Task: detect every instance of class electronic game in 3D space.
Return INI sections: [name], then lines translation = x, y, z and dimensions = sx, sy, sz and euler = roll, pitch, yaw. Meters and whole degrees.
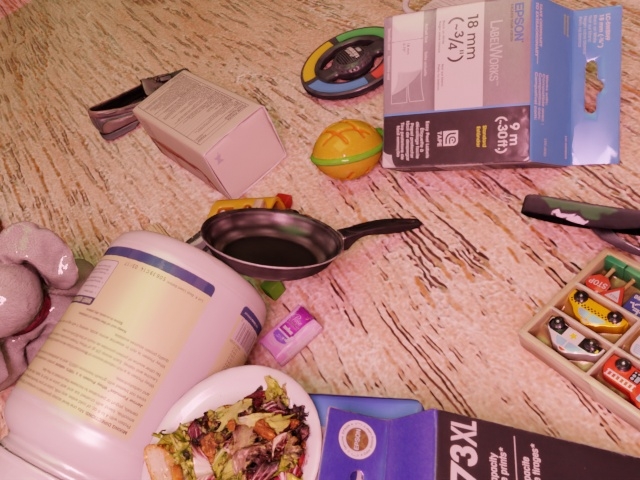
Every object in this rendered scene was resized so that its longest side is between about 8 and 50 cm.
[electronic game]
translation = 0.066, -0.371, 1.221
dimensions = 0.229, 0.048, 0.229
euler = -13, 47, 15

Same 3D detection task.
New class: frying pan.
[frying pan]
translation = -0.023, -0.011, 0.859
dimensions = 0.197, 0.053, 0.326
euler = 27, 29, 36

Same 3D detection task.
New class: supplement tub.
[supplement tub]
translation = -0.237, 0.176, 0.750
dimensions = 0.236, 0.235, 0.324
euler = 10, 61, 32

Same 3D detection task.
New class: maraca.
[maraca]
translation = 0.054, -0.164, 1.017
dimensions = 0.127, 0.099, 0.185
euler = 2, 27, 24

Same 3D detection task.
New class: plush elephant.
[plush elephant]
translation = -0.479, 0.105, 0.916
dimensions = 0.330, 0.255, 0.271
euler = 19, 62, 36

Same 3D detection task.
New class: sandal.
[sandal]
translation = 0.382, -0.008, 0.741
dimensions = 0.255, 0.097, 0.054
euler = 14, 89, 37

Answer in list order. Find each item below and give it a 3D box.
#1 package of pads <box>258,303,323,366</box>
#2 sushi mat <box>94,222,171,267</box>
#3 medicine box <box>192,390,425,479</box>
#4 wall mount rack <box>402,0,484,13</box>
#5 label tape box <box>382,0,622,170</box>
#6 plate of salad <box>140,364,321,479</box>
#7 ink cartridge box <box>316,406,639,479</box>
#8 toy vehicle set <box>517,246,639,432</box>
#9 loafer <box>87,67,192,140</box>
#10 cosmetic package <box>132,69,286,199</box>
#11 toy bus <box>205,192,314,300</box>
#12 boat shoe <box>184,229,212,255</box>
[package of pads]
translation = -0.042, 0.137, 0.842
dimensions = 0.083, 0.032, 0.050
euler = -41, 50, -12
[sushi mat]
translation = -0.281, 0.083, 1.010
dimensions = 0.151, 0.019, 0.316
euler = -41, 47, -11
[medicine box]
translation = -0.023, 0.317, 0.596
dimensions = 0.264, 0.149, 0.289
euler = -3, 51, 22
[wall mount rack]
translation = 0.322, -0.397, 1.078
dimensions = 0.304, 0.130, 0.350
euler = -35, 46, -2
[label tape box]
translation = 0.266, -0.230, 0.882
dimensions = 0.334, 0.106, 0.240
euler = 1, 91, 27
[plate of salad]
translation = -0.096, 0.210, 0.584
dimensions = 0.200, 0.048, 0.199
euler = -14, 46, 15
[ink cartridge box]
translation = 0.177, 0.254, 0.494
dimensions = 0.371, 0.069, 0.175
euler = 13, 53, -3
[toy vehicle set]
translation = 0.381, 0.130, 0.647
dimensions = 0.166, 0.035, 0.267
euler = -41, 47, -12
[loafer]
translation = -0.422, -0.339, 1.395
dimensions = 0.268, 0.084, 0.096
euler = -35, 46, -6
[cosmetic package]
translation = -0.224, -0.215, 1.166
dimensions = 0.153, 0.129, 0.296
euler = -42, 46, -15
[toy bus]
translation = -0.088, -0.020, 0.948
dimensions = 0.202, 0.104, 0.191
euler = -36, 46, -7
[boat shoe]
translation = -0.216, 0.019, 1.005
dimensions = 0.040, 0.049, 0.142
euler = 0, 31, 37
